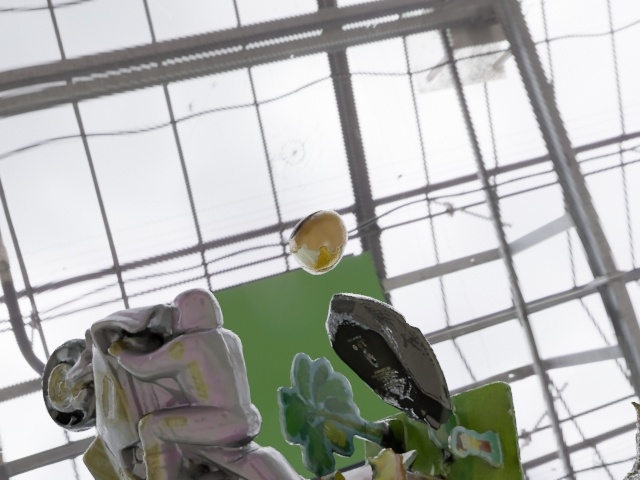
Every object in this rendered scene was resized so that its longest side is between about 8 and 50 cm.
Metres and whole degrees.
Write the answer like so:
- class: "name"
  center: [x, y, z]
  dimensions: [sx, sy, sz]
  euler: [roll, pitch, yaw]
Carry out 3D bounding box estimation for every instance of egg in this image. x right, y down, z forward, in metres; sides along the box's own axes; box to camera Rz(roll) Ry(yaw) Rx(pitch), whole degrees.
- class: "egg"
  center: [0.000, 0.000, 1.090]
  dimensions: [0.071, 0.071, 0.083]
  euler: [41, -110, -1]

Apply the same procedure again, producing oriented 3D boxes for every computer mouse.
- class: "computer mouse"
  center: [0.080, 0.127, 0.969]
  dimensions: [0.192, 0.106, 0.062]
  euler: [50, -124, -9]

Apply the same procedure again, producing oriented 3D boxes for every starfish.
- class: "starfish"
  center: [0.370, 0.284, 0.991]
  dimensions: [0.050, 0.217, 0.223]
  euler: [0, -143, 7]

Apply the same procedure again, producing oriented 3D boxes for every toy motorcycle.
- class: "toy motorcycle"
  center: [-0.092, 0.109, 0.554]
  dimensions: [0.225, 0.073, 0.152]
  euler: [38, -73, 29]

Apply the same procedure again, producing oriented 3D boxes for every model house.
- class: "model house"
  center: [0.063, 0.283, 0.944]
  dimensions: [0.313, 0.242, 0.358]
  euler: [33, -134, -41]
